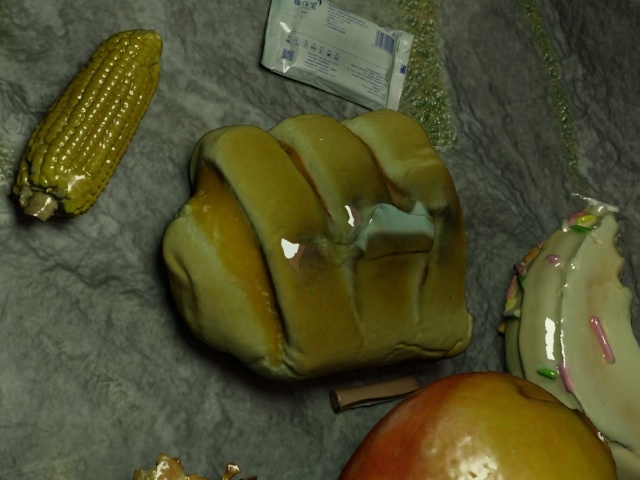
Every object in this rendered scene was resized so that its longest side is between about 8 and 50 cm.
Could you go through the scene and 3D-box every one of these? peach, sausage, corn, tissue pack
[{"bbox_3d":[0.172,0.315,1.777,0.373,0.290,0.372,6,76,-26],"label":"peach"},{"bbox_3d":[0.064,0.175,1.907,0.116,0.026,0.026,-9,83,-30],"label":"sausage"},{"bbox_3d":[-0.244,-0.124,1.770,0.097,0.097,0.261,37,61,-16],"label":"corn"},{"bbox_3d":[0.021,-0.229,1.976,0.193,0.026,0.122,21,69,-23],"label":"tissue pack"}]

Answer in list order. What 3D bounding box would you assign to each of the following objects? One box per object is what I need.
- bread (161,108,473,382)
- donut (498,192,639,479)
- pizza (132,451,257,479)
[{"bbox_3d":[0.000,0.000,1.810,0.341,0.210,0.300,-2,77,-28],"label":"bread"},{"bbox_3d":[0.373,0.157,2.006,0.371,0.150,0.307,37,63,-15],"label":"donut"},{"bbox_3d":[-0.118,0.297,1.756,0.194,0.069,0.154,-4,80,-36],"label":"pizza"}]
